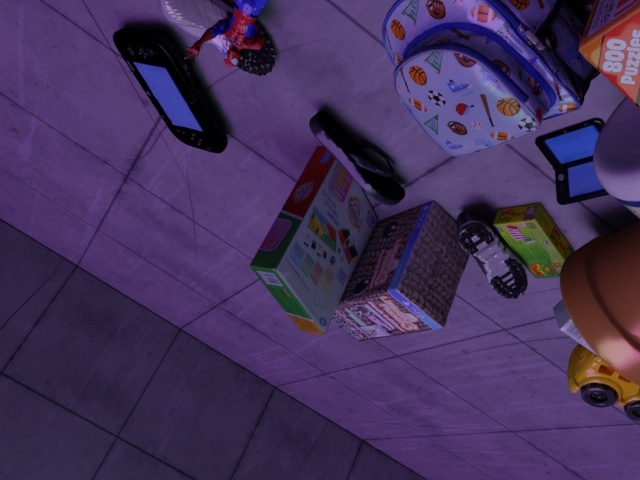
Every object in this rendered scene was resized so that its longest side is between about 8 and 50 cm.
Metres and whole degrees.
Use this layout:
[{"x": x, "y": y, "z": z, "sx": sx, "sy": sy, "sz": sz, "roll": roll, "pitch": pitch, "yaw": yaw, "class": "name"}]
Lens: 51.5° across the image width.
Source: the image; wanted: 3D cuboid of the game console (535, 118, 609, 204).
[{"x": 0.423, "y": -0.125, "z": 1.088, "sx": 0.071, "sy": 0.107, "sz": 0.122, "roll": 11, "pitch": 164, "yaw": -35, "class": "game console"}]

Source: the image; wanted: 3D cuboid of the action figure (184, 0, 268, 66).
[{"x": -0.125, "y": -0.363, "z": 1.035, "sx": 0.091, "sy": 0.139, "sz": 0.280, "roll": 30, "pitch": 142, "yaw": -1, "class": "action figure"}]

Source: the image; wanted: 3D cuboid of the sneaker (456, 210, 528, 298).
[{"x": 0.351, "y": 0.022, "z": 1.365, "sx": 0.078, "sy": 0.106, "sz": 0.234, "roll": -34, "pitch": 119, "yaw": 19, "class": "sneaker"}]

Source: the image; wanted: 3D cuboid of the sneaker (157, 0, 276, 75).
[{"x": -0.180, "y": -0.380, "z": 1.179, "sx": 0.237, "sy": 0.085, "sz": 0.086, "roll": 31, "pitch": -166, "yaw": -25, "class": "sneaker"}]

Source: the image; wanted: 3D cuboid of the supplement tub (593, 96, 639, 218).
[{"x": 0.559, "y": -0.075, "z": 0.881, "sx": 0.324, "sy": 0.235, "sz": 0.235, "roll": 35, "pitch": 151, "yaw": -15, "class": "supplement tub"}]

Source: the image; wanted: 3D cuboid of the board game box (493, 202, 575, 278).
[{"x": 0.432, "y": 0.005, "z": 1.319, "sx": 0.092, "sy": 0.043, "sz": 0.181, "roll": -7, "pitch": 136, "yaw": 47, "class": "board game box"}]

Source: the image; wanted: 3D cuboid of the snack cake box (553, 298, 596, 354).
[{"x": 0.619, "y": 0.176, "z": 1.313, "sx": 0.264, "sy": 0.089, "sz": 0.152, "roll": 35, "pitch": 115, "yaw": -6, "class": "snack cake box"}]

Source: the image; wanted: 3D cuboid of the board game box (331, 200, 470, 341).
[{"x": 0.162, "y": 0.077, "z": 1.467, "sx": 0.141, "sy": 0.232, "sz": 0.291, "roll": 38, "pitch": 149, "yaw": -20, "class": "board game box"}]

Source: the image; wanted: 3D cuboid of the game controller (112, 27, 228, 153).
[{"x": -0.312, "y": -0.310, "z": 1.400, "sx": 0.166, "sy": 0.067, "sz": 0.319, "roll": 10, "pitch": 147, "yaw": 29, "class": "game controller"}]

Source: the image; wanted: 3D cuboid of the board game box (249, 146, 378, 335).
[{"x": 0.000, "y": 0.000, "z": 1.387, "sx": 0.064, "sy": 0.317, "sz": 0.242, "roll": 7, "pitch": 145, "yaw": 33, "class": "board game box"}]

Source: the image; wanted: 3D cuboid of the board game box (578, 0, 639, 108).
[{"x": 0.500, "y": -0.243, "z": 0.523, "sx": 0.356, "sy": 0.356, "sz": 0.356, "roll": 35, "pitch": 151, "yaw": -14, "class": "board game box"}]

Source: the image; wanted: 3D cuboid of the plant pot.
[{"x": 0.580, "y": 0.077, "z": 1.099, "sx": 0.290, "sy": 0.291, "sz": 0.203, "roll": 29, "pitch": 136, "yaw": -4, "class": "plant pot"}]

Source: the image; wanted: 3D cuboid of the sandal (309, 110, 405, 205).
[{"x": 0.084, "y": -0.159, "z": 1.300, "sx": 0.054, "sy": 0.097, "sz": 0.254, "roll": -35, "pitch": 118, "yaw": 29, "class": "sandal"}]

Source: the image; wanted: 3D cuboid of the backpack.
[{"x": 0.214, "y": -0.260, "z": 0.914, "sx": 0.263, "sy": 0.213, "sz": 0.276, "roll": 48, "pitch": 150, "yaw": -15, "class": "backpack"}]

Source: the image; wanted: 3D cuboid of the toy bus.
[{"x": 0.689, "y": 0.270, "z": 1.465, "sx": 0.220, "sy": 0.149, "sz": 0.212, "roll": 19, "pitch": 135, "yaw": 9, "class": "toy bus"}]
